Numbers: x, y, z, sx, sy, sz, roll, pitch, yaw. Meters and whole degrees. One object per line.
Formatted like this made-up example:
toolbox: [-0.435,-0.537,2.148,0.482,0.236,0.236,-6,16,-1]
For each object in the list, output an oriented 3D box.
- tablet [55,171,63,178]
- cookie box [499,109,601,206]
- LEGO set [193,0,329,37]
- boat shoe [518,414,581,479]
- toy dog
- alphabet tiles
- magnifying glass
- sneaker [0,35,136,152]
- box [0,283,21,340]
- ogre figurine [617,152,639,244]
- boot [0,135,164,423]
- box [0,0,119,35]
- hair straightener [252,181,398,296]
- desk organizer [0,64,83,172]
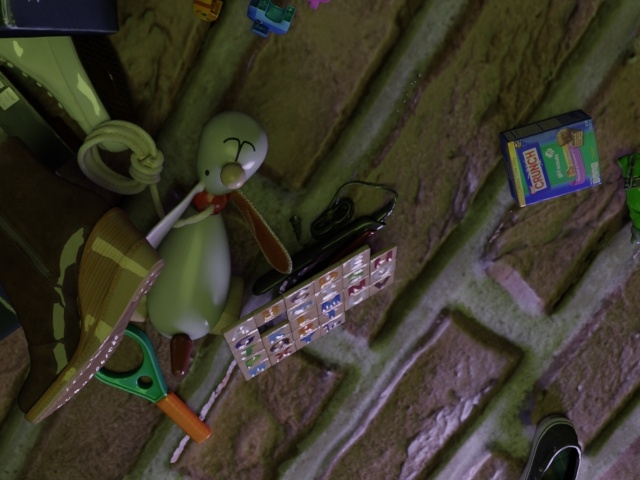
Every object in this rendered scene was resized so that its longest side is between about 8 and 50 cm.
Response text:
tablet: [-0.355,-0.055,0.956,0.083,0.006,0.054,-34,111,10]
cookie box: [0.289,-0.103,0.956,0.107,0.040,0.092,-16,114,5]
LEGO set: [-0.096,-0.281,0.839,0.227,0.093,0.087,22,79,-8]
boat shoe: [0.351,0.376,1.151,0.080,0.076,0.229,5,113,-6]
toy dog: [-0.144,0.027,0.871,0.220,0.161,0.334,-6,137,-4]
alphabet tiles: [-0.005,0.087,0.959,0.237,0.009,0.198,-30,156,-11]
magnifying glass: [-0.239,0.202,1.067,0.092,0.026,0.231,-36,112,12]
sneaker: [-0.314,-0.216,0.845,0.123,0.106,0.290,-25,103,14]
box: [-0.542,0.013,0.879,0.312,0.179,0.343,-34,111,12]
ogre figurine: [0.475,-0.042,0.971,0.196,0.097,0.118,5,96,-22]
boot: [-0.298,0.044,0.791,0.206,0.090,0.248,37,104,3]
box: [-0.410,-0.325,0.662,0.395,0.212,0.294,1,104,9]
hair straightener: [0.000,0.000,0.980,0.230,0.047,0.089,-37,111,12]
desk organizer: [-0.342,-0.143,0.894,0.047,0.050,0.130,-34,111,11]
